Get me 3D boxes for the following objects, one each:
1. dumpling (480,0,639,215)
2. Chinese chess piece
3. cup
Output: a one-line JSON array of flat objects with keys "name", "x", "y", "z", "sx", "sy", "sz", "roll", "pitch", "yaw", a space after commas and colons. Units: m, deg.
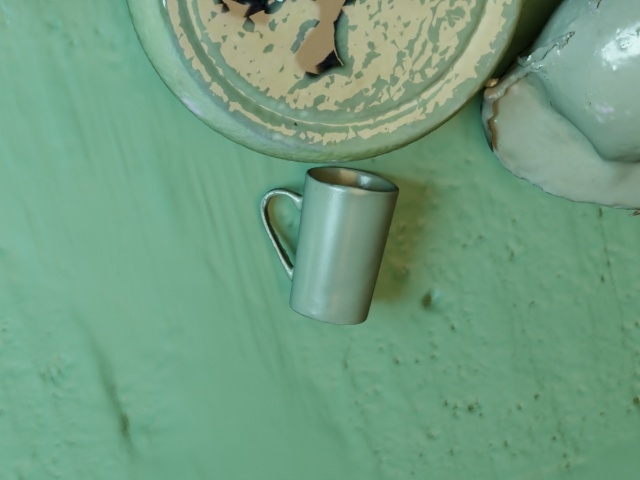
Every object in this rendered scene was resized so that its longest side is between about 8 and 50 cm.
[{"name": "dumpling", "x": 0.216, "y": -0.096, "z": 1.107, "sx": 0.247, "sy": 0.142, "sz": 0.172, "roll": -28, "pitch": 112, "yaw": 27}, {"name": "Chinese chess piece", "x": 0.005, "y": -0.159, "z": 1.061, "sx": 0.237, "sy": 0.092, "sz": 0.238, "roll": -3, "pitch": 104, "yaw": -12}, {"name": "cup", "x": 0.002, "y": 0.002, "z": 1.121, "sx": 0.075, "sy": 0.054, "sz": 0.083, "roll": 7, "pitch": 105, "yaw": -16}]
